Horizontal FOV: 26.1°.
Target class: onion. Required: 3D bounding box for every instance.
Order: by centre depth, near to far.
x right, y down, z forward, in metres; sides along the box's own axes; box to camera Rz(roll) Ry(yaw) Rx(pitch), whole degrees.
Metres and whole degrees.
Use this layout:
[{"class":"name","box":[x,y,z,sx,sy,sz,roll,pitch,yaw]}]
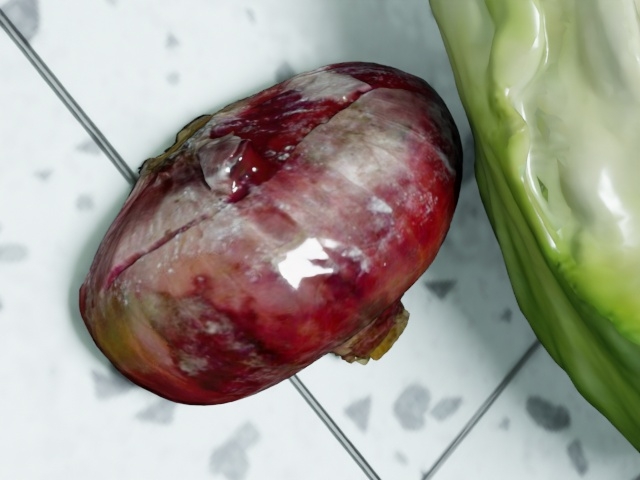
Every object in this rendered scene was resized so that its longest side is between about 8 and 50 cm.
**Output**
[{"class":"onion","box":[0.000,0.000,0.631,0.151,0.098,0.206,49,64,-18]}]

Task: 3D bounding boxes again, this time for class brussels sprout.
[{"class":"brussels sprout","box":[0.212,-0.032,0.634,0.276,0.315,0.371,-37,81,7]}]
